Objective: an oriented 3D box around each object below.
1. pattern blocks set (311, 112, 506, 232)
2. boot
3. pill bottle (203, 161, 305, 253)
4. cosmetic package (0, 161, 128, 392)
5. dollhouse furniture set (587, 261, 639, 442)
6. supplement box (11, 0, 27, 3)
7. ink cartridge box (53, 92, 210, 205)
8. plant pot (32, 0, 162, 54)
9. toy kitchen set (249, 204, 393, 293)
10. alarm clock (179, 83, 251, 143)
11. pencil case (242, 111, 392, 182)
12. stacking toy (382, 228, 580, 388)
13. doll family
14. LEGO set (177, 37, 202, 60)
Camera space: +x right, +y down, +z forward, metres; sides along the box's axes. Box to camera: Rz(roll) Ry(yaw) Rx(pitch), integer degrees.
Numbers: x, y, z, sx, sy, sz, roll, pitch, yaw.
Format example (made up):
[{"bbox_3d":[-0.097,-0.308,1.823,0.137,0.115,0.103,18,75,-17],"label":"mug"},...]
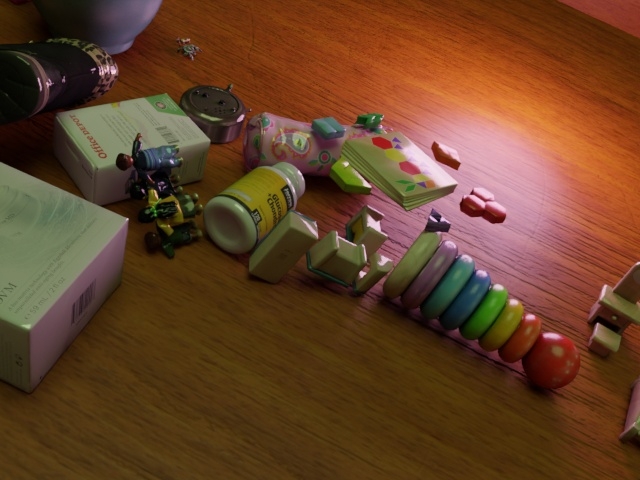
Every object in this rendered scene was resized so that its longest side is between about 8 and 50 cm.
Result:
[{"bbox_3d":[0.140,-0.124,1.173,0.286,0.026,0.324,-8,46,-30],"label":"pattern blocks set"},{"bbox_3d":[-0.551,-0.260,1.109,0.378,0.138,0.284,-3,19,15],"label":"boot"},{"bbox_3d":[-0.104,-0.062,1.129,0.103,0.103,0.184,33,43,12],"label":"pill bottle"},{"bbox_3d":[-0.408,0.034,0.872,0.225,0.138,0.224,23,41,2],"label":"cosmetic package"},{"bbox_3d":[0.576,0.228,1.066,0.303,0.173,0.355,31,42,10],"label":"dollhouse furniture set"},{"bbox_3d":[-0.695,-0.622,1.458,0.220,0.111,0.114,32,42,11],"label":"supplement box"},{"bbox_3d":[-0.322,-0.159,1.145,0.213,0.093,0.154,-20,56,-39],"label":"ink cartridge box"},{"bbox_3d":[-0.460,-0.506,1.373,0.293,0.196,0.293,12,42,-11],"label":"plant pot"},{"bbox_3d":[0.000,0.000,1.128,0.207,0.122,0.166,27,36,-26],"label":"toy kitchen set"},{"bbox_3d":[-0.217,-0.239,1.302,0.129,0.064,0.192,25,44,3],"label":"alarm clock"},{"bbox_3d":[-0.001,-0.174,1.277,0.284,0.124,0.124,1,46,-22],"label":"pencil case"},{"bbox_3d":[0.267,0.125,1.092,0.330,0.141,0.141,38,43,7],"label":"stacking toy"},{"bbox_3d":[-0.254,-0.072,1.052,0.111,0.076,0.192,-16,76,-42],"label":"doll family"},{"bbox_3d":[-0.295,-0.432,1.496,0.054,0.023,0.083,-22,58,-38],"label":"LEGO set"}]
